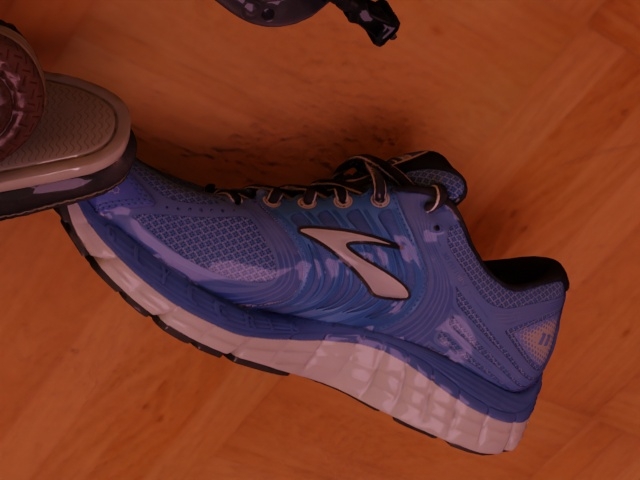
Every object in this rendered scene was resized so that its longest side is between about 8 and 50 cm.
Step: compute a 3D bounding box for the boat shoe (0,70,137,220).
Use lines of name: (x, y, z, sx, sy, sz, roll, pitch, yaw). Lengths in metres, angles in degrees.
boat shoe: (-0.194, -0.028, 0.646, 0.233, 0.084, 0.079, -9, 138, 14)

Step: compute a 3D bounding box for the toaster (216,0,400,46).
toaster: (-0.037, -0.194, 0.523, 0.129, 0.146, 0.227, -36, 130, 15)

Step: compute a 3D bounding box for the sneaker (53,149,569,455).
sneaker: (0.000, 0.000, 0.737, 0.330, 0.130, 0.147, 23, 97, -24)

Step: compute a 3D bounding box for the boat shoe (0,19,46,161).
boat shoe: (-0.250, -0.070, 0.586, 0.257, 0.095, 0.095, -7, 125, 0)
